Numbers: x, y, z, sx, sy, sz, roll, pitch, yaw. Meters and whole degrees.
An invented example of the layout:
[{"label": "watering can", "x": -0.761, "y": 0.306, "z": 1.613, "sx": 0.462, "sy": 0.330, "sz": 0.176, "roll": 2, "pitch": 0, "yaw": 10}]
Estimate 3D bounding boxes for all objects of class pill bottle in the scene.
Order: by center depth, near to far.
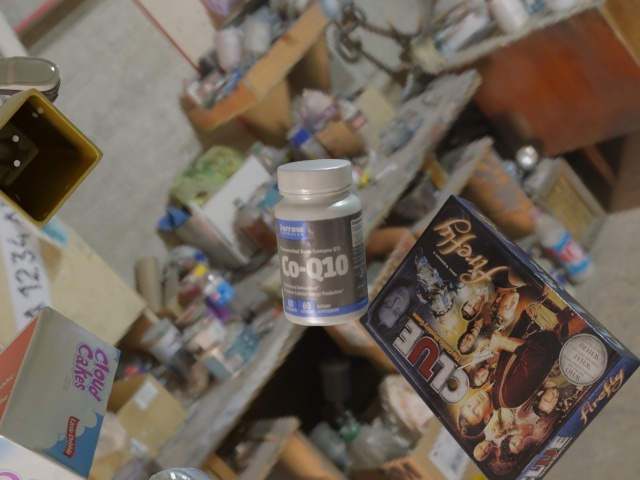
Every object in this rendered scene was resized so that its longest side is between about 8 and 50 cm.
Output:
[{"label": "pill bottle", "x": 0.000, "y": 0.000, "z": 0.898, "sx": 0.078, "sy": 0.137, "sz": 0.078, "roll": -5, "pitch": 13, "yaw": 1}]

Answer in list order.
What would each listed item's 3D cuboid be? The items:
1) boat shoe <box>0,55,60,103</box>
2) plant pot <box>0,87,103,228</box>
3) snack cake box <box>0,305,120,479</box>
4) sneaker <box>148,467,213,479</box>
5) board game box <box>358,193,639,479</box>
[{"label": "boat shoe", "x": -0.471, "y": -0.225, "z": 1.430, "sx": 0.065, "sy": 0.206, "sz": 0.075, "roll": 106, "pitch": 168, "yaw": -59}, {"label": "plant pot", "x": -0.245, "y": -0.069, "z": 0.827, "sx": 0.083, "sy": 0.081, "sz": 0.081, "roll": 12, "pitch": 61, "yaw": 53}, {"label": "snack cake box", "x": -0.304, "y": 0.201, "z": 0.938, "sx": 0.264, "sy": 0.089, "sz": 0.152, "roll": -41, "pitch": 26, "yaw": 31}, {"label": "sneaker", "x": -0.075, "y": 0.295, "z": 0.830, "sx": 0.085, "sy": 0.237, "sz": 0.086, "roll": -33, "pitch": -23, "yaw": 19}, {"label": "board game box", "x": 0.154, "y": 0.092, "z": 0.941, "sx": 0.165, "sy": 0.042, "sz": 0.243, "roll": -55, "pitch": 47, "yaw": 16}]
